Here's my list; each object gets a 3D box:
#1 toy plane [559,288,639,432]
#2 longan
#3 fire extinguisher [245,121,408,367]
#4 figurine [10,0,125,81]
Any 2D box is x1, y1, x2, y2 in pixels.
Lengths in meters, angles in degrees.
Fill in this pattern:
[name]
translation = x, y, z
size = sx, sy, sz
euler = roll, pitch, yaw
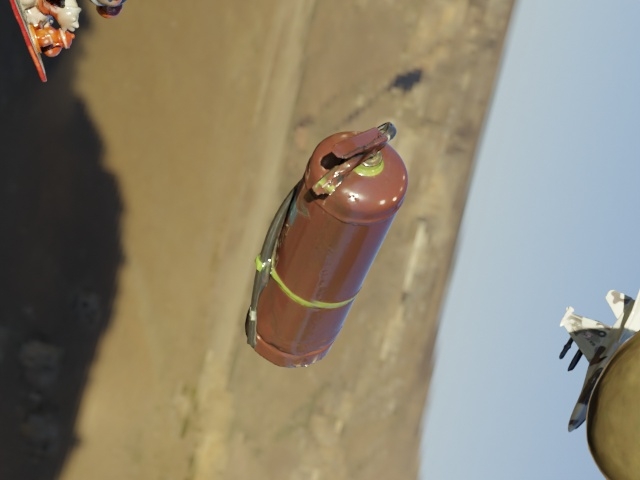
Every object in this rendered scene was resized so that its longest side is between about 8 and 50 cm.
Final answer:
[toy plane]
translation = 0.335, 0.140, 1.896
size = 0.234, 0.160, 0.082
euler = -58, 153, -25
[longan]
translation = 0.377, 0.174, 1.579
size = 0.246, 0.246, 0.215
euler = -72, 166, -60
[fire extinguisher]
translation = 0.000, 0.000, 1.567
size = 0.141, 0.105, 0.341
euler = -48, 168, -37
[figurine]
translation = -0.255, -0.325, 1.927
size = 0.183, 0.226, 0.160
euler = 76, -8, -47
